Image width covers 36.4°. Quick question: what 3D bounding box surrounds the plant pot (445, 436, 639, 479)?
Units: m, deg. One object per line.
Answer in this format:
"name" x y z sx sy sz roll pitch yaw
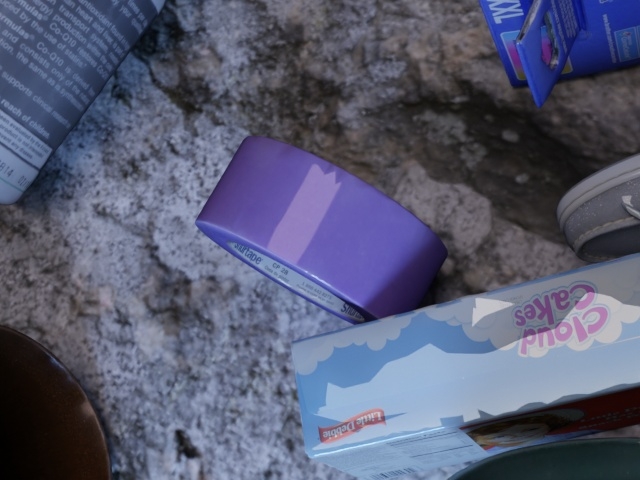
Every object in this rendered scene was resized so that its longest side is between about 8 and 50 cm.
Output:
"plant pot" 0.209 0.255 0.569 0.293 0.293 0.196 1 97 21

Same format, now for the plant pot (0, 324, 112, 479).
"plant pot" -0.336 0.215 0.824 0.230 0.215 0.215 -31 61 22

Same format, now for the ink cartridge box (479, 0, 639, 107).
"ink cartridge box" 0.187 -0.310 0.780 0.151 0.270 0.396 -10 66 18

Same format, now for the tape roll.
"tape roll" 0.000 0.000 0.775 0.189 0.189 0.080 25 79 27

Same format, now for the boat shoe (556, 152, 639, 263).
"boat shoe" 0.334 -0.008 0.698 0.320 0.118 0.103 -1 65 13

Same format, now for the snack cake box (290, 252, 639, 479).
"snack cake box" 0.129 0.100 0.709 0.264 0.152 0.089 -16 65 14

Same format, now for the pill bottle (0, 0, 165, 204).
"pill bottle" -0.283 -0.233 0.963 0.204 0.204 0.361 33 84 28
